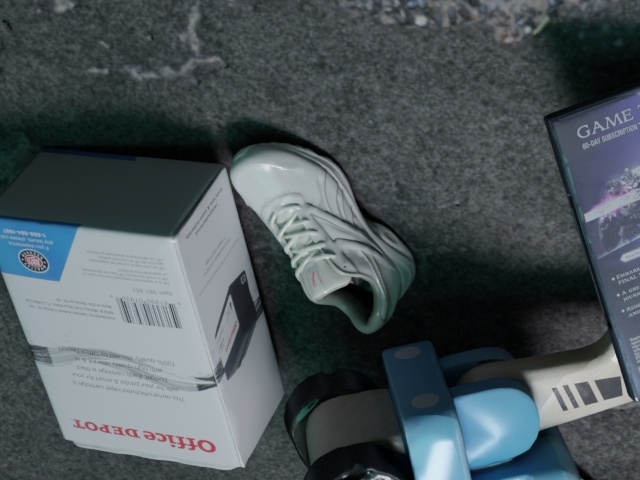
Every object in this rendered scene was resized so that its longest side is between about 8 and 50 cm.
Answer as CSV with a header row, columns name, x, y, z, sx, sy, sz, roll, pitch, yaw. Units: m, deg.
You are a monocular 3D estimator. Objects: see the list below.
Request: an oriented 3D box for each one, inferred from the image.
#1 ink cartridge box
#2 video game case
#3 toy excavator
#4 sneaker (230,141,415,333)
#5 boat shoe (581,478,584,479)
name,x,y,z,sx,sy,sz,roll,pitch,yaw
ink cartridge box,-0.184,0.071,1.767,0.223,0.129,0.307,6,130,24
video game case,0.328,-0.015,1.533,0.196,0.026,0.274,-21,103,-6
toy excavator,0.190,0.173,1.660,0.445,0.222,0.432,-13,111,-2
sneaker,0.000,0.000,1.687,0.232,0.115,0.090,41,127,-17
boat shoe,0.219,0.285,1.889,0.319,0.116,0.099,43,170,-27
